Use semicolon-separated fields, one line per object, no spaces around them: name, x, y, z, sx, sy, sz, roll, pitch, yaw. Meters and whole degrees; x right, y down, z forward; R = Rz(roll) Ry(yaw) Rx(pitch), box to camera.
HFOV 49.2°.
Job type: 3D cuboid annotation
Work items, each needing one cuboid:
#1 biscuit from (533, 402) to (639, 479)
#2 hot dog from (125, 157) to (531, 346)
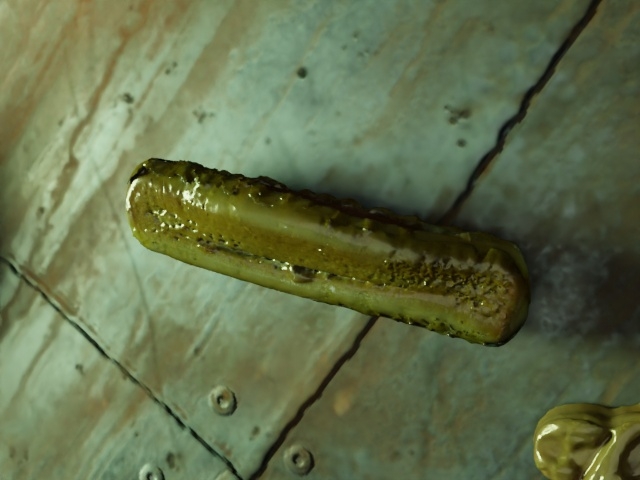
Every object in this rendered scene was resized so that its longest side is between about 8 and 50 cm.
biscuit;0.269;0.177;0.412;0.289;0.044;0.202;14;98;16
hot dog;0.000;0.001;0.483;0.289;0.068;0.083;15;121;14
